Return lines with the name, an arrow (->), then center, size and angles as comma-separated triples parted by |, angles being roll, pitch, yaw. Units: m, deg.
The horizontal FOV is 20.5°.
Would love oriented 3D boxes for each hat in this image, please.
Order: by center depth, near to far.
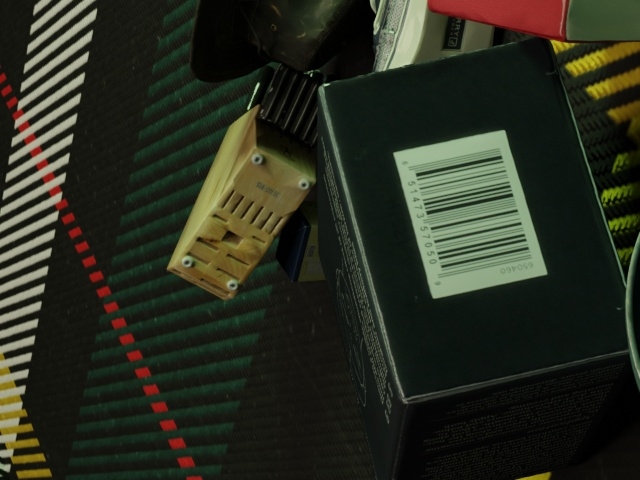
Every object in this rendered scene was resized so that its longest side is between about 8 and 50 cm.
hat -> -0.006, -0.286, 1.995 | 0.134, 0.331, 0.331 | 38, 132, 20

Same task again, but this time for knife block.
knife block -> -0.079, -0.094, 2.178 | 0.275, 0.088, 0.242 | -55, 17, 21

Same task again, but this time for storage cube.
storage cube -> 0.228, -0.273, 1.540 | 0.193, 0.215, 0.183 | 24, 114, 54

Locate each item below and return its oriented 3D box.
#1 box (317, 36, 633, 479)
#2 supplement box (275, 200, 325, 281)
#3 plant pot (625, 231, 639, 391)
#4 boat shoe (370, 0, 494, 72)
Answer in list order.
box -> 0.128, 0.047, 1.624 | 0.395, 0.212, 0.293 | 92, 164, -69
supplement box -> 0.000, 0.000, 2.156 | 0.056, 0.083, 0.083 | 55, 139, 47
plant pot -> 0.356, 0.073, 1.286 | 0.196, 0.293, 0.293 | 82, 177, -75
boat shoe -> 0.108, -0.218, 1.900 | 0.158, 0.127, 0.340 | -130, 52, -59
